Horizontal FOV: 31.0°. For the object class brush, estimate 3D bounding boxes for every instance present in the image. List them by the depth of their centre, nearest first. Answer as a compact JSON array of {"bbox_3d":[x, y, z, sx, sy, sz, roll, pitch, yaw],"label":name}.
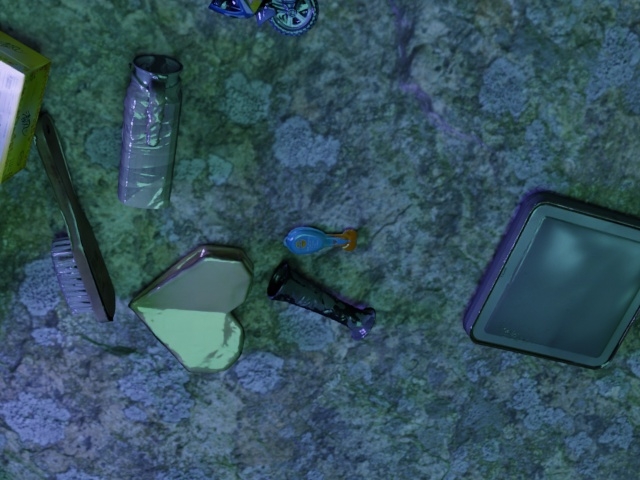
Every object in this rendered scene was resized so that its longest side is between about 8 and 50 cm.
[{"bbox_3d":[-0.359,-0.023,1.606,0.065,0.070,0.327,-8,121,7],"label":"brush"}]

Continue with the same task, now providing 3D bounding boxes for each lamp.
[{"bbox_3d":[0.388,0.070,1.797,0.266,0.047,0.269,15,117,-17],"label":"lamp"}]

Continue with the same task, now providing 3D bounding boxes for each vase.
[{"bbox_3d":[0.002,0.094,1.738,0.167,0.059,0.059,27,113,-23],"label":"vase"}]

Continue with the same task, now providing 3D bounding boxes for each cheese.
[{"bbox_3d":[0.000,0.000,1.705,0.111,0.017,0.047,0,124,-10],"label":"cheese"}]

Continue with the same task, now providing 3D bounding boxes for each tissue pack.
[{"bbox_3d":[-0.413,-0.171,1.469,0.095,0.062,0.176,30,124,9],"label":"tissue pack"}]

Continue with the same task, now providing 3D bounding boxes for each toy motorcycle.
[{"bbox_3d":[-0.096,-0.365,1.430,0.135,0.092,0.254,-15,114,10],"label":"toy motorcycle"}]

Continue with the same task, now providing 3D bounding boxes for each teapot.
[{"bbox_3d":[-0.227,-0.139,1.530,0.077,0.107,0.200,5,119,-10],"label":"teapot"}]

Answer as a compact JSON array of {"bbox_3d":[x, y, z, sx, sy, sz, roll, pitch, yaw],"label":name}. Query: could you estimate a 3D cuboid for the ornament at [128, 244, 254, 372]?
[{"bbox_3d":[-0.195,0.098,1.711,0.180,0.059,0.201,6,117,-12],"label":"ornament"}]
